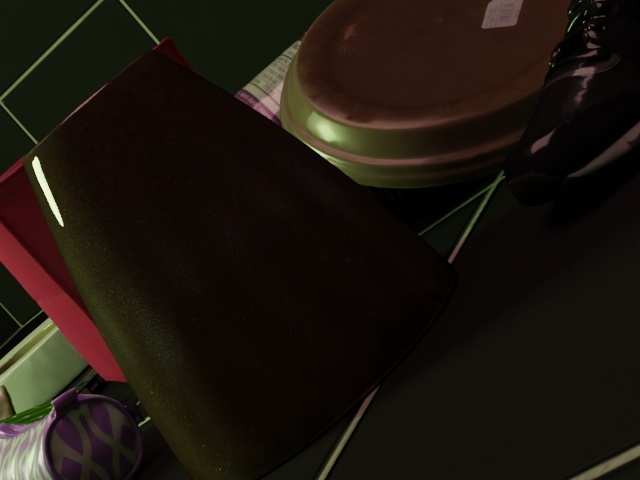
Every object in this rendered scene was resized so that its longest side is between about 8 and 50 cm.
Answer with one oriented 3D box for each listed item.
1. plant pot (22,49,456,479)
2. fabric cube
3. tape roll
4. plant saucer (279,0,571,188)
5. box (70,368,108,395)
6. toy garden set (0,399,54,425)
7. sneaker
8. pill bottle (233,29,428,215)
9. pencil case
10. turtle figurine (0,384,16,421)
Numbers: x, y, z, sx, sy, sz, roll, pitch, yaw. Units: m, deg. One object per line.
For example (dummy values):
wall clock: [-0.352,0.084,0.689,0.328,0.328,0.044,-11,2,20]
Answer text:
plant pot: [-0.070,0.002,0.892,0.215,0.230,0.215,-40,9,7]
fabric cube: [-0.194,-0.021,1.501,0.254,0.259,0.258,-42,8,-14]
tape roll: [-0.422,0.188,2.115,0.392,0.072,0.392,-40,8,7]
plant saucer: [0.097,-0.143,1.047,0.278,0.041,0.278,-14,38,11]
box: [-0.273,0.171,1.689,0.083,0.018,0.067,-46,9,-34]
toy garden set: [-0.335,0.223,1.462,0.204,0.049,0.244,-21,2,-23]
sneaker: [0.180,-0.140,0.865,0.283,0.124,0.107,-45,9,-27]
pill bottle: [0.004,-0.078,1.200,0.301,0.169,0.169,-41,8,-4]
pencil case: [-0.216,0.176,1.153,0.086,0.088,0.206,-44,7,-32]
turtle figurine: [-0.465,0.283,1.637,0.266,0.274,0.198,-20,-41,-12]
